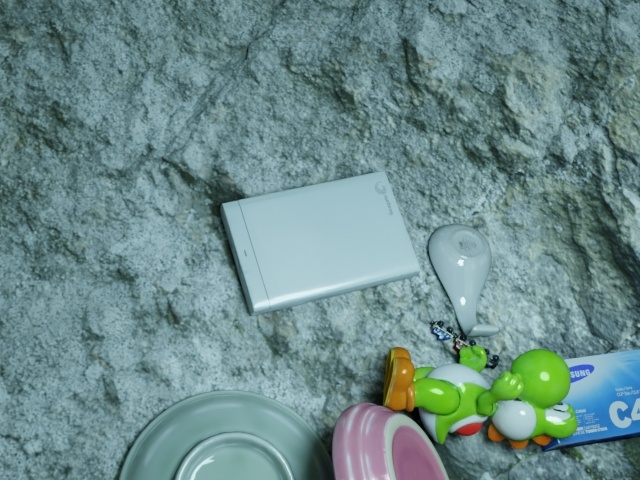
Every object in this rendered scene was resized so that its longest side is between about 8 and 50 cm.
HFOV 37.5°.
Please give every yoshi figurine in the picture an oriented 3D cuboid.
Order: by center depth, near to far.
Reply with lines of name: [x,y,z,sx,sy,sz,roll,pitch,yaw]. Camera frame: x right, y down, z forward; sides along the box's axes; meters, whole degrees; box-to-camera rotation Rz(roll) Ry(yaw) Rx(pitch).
yoshi figurine: [0.306,0.259,1.747,0.363,0.203,0.203,12,54,1]

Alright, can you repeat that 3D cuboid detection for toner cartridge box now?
toner cartridge box: [0.592,0.310,1.878,0.348,0.075,0.165,-6,68,-15]

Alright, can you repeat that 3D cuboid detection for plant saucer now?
plant saucer: [0.141,0.427,1.608,0.084,0.332,0.332,-27,71,21]
plant saucer: [-0.153,0.448,1.644,0.401,0.100,0.400,5,66,-11]

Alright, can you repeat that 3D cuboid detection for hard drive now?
hard drive: [0.000,0.000,1.894,0.353,0.047,0.232,-12,71,-17]

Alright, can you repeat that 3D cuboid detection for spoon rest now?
spoon rest: [0.296,0.082,1.918,0.137,0.084,0.276,3,54,-13]

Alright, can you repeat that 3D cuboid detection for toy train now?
toy train: [0.284,0.209,1.881,0.158,0.027,0.036,32,76,1]
